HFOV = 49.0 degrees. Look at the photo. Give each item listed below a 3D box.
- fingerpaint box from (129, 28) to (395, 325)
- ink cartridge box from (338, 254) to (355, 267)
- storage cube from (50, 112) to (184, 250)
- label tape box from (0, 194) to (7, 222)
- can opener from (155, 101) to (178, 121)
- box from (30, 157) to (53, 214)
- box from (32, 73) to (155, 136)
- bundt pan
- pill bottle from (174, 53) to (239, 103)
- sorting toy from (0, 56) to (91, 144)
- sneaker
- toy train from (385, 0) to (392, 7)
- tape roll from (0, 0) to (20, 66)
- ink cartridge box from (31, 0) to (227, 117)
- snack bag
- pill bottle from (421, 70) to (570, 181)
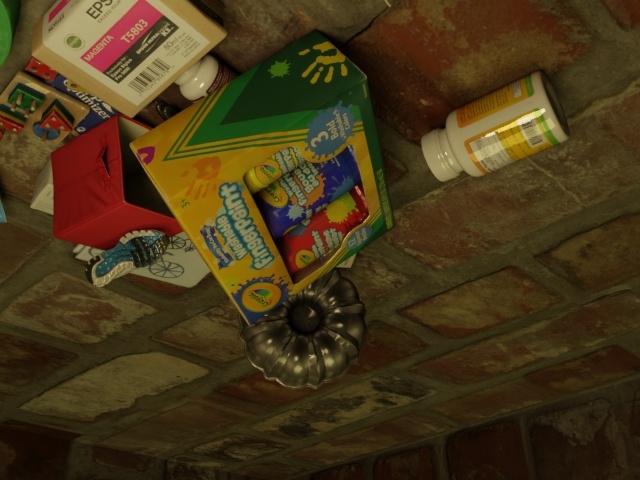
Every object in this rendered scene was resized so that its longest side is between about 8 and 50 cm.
[{"bbox_3d":[-0.072,-0.088,1.280,0.371,0.163,0.445,-33,147,-9],"label":"fingerpaint box"},{"bbox_3d":[0.000,0.000,1.656,0.175,0.072,0.127,4,147,-9],"label":"ink cartridge box"},{"bbox_3d":[-0.379,-0.099,1.341,0.193,0.184,0.215,-22,157,28],"label":"storage cube"},{"bbox_3d":[-0.771,-0.120,1.335,0.249,0.115,0.348,1,138,-7],"label":"label tape box"},{"bbox_3d":[-0.250,-0.203,1.348,0.059,0.073,0.186,22,166,45],"label":"can opener"},{"bbox_3d":[-0.521,-0.106,1.436,0.101,0.087,0.102,23,141,-34],"label":"box"},{"bbox_3d":[-0.394,-0.268,1.240,0.225,0.037,0.136,-18,145,21],"label":"box"},{"bbox_3d":[-0.037,0.191,1.701,0.330,0.331,0.124,2,162,-7],"label":"bundt pan"},{"bbox_3d":[-0.185,-0.265,1.212,0.086,0.086,0.152,-24,142,30],"label":"pill bottle"},{"bbox_3d":[-0.493,-0.221,1.232,0.132,0.046,0.274,26,141,-36],"label":"sorting toy"},{"bbox_3d":[-0.358,0.024,1.344,0.190,0.071,0.083,-22,-178,23],"label":"sneaker"},{"bbox_3d":[-0.018,-0.393,1.017,0.143,0.105,0.248,-11,148,32],"label":"toy train"},{"bbox_3d":[-0.620,-0.362,1.035,0.321,0.077,0.321,-1,148,-1],"label":"tape roll"},{"bbox_3d":[-0.292,-0.325,1.078,0.234,0.088,0.193,-33,138,26],"label":"ink cartridge box"},{"bbox_3d":[-0.374,0.000,1.664,0.323,0.037,0.342,19,142,-31],"label":"snack bag"},{"bbox_3d":[0.319,-0.201,1.303,0.245,0.136,0.136,-23,143,29],"label":"pill bottle"}]
